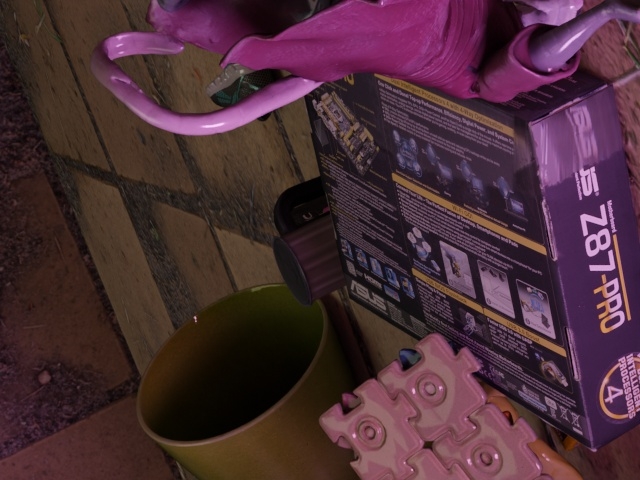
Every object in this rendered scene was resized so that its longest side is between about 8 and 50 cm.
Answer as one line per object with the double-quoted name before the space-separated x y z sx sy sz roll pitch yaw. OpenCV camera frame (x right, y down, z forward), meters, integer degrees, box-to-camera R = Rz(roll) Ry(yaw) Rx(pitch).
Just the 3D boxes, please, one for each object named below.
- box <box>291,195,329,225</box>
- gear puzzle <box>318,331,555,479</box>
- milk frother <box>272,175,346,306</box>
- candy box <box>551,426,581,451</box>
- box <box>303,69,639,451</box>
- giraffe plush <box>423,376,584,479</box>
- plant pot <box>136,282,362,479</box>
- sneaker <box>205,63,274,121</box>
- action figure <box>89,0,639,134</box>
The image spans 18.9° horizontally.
"box" 0.000 0.000 2.259 0.052 0.062 0.083 43 153 54
"gear puzzle" 0.160 0.244 1.737 0.175 0.044 0.339 -40 86 30
"milk frother" 0.016 0.009 2.096 0.129 0.134 0.143 55 161 32
"candy box" 0.202 0.095 1.838 0.206 0.027 0.105 60 161 17
"box" 0.128 -0.031 1.705 0.395 0.097 0.318 30 142 54
"giraffe plush" 0.140 0.189 1.873 0.170 0.181 0.210 -115 8 -70
"plant pot" -0.048 0.255 2.488 0.293 0.274 0.275 58 170 -32
"sneaker" -0.089 -0.172 2.293 0.076 0.065 0.166 61 165 0
"action figure" 0.067 -0.151 1.399 0.248 0.370 0.276 48 113 37
